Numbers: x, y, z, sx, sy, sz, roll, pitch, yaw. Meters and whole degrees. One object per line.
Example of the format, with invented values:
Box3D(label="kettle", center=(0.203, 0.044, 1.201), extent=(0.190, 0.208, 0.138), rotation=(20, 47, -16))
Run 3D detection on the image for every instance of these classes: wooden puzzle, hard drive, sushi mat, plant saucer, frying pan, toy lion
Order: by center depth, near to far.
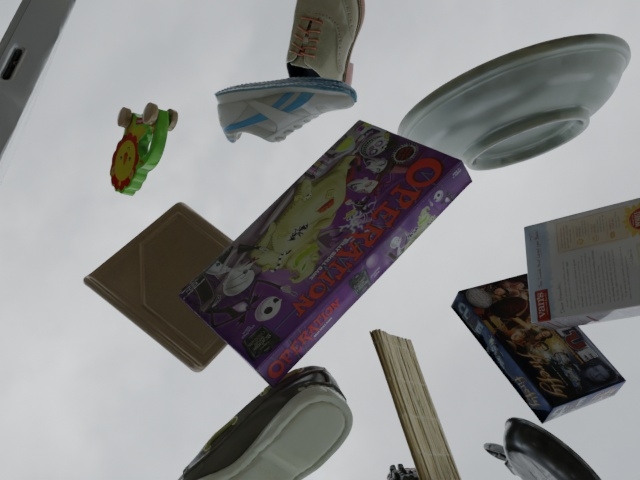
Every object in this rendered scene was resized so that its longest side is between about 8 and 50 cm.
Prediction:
Box3D(label="hard drive", center=(-0.357, -0.101, 0.845), extent=(0.353, 0.047, 0.233), rotation=(-34, -143, 55))
Box3D(label="toy lion", center=(-0.198, -0.096, 0.847), extent=(0.100, 0.034, 0.096), rotation=(4, -97, 51))
Box3D(label="wooden puzzle", center=(-0.201, 0.066, 1.187), extent=(0.221, 0.044, 0.238), rotation=(37, -134, 8))
Box3D(label="frying pan", center=(0.316, 0.338, 1.227), extent=(0.053, 0.197, 0.326), rotation=(-42, -155, -18))
Box3D(label="plant saucer", center=(0.333, -0.203, 1.316), extent=(0.400, 0.400, 0.100), rotation=(-21, -102, 22))
Box3D(label="sushi mat", center=(0.172, 0.307, 1.341), extent=(0.019, 0.151, 0.316), rotation=(-29, -117, 22))

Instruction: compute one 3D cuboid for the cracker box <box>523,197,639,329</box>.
Box3D(label="cracker box", center=(0.416, 0.033, 1.129), extent=(0.232, 0.067, 0.155), rotation=(-16, -115, 39))

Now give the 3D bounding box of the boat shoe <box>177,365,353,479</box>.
Box3D(label="boat shoe", center=(-0.091, 0.268, 0.923), extent=(0.305, 0.109, 0.091), rotation=(-42, -156, 7))

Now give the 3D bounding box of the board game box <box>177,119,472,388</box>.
Box3D(label="board game box", center=(0.000, 0.000, 0.979), extent=(0.347, 0.056, 0.208), rotation=(-45, -135, -12))

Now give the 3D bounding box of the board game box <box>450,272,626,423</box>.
Box3D(label="board game box", center=(0.344, 0.163, 1.251), extent=(0.165, 0.042, 0.243), rotation=(-11, -131, -30))

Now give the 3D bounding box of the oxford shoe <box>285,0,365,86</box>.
Box3D(label="oxford shoe", center=(0.001, -0.429, 1.637), extent=(0.140, 0.397, 0.146), rotation=(19, -136, 23))

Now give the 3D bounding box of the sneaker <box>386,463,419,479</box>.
Box3D(label="sneaker", center=(0.177, 0.465, 1.409), extent=(0.098, 0.276, 0.135), rotation=(-9, -108, 6))

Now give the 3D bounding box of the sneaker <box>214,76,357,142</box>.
Box3D(label="sneaker", center=(-0.052, -0.210, 1.258), extent=(0.229, 0.092, 0.087), rotation=(-3, -160, 11))
